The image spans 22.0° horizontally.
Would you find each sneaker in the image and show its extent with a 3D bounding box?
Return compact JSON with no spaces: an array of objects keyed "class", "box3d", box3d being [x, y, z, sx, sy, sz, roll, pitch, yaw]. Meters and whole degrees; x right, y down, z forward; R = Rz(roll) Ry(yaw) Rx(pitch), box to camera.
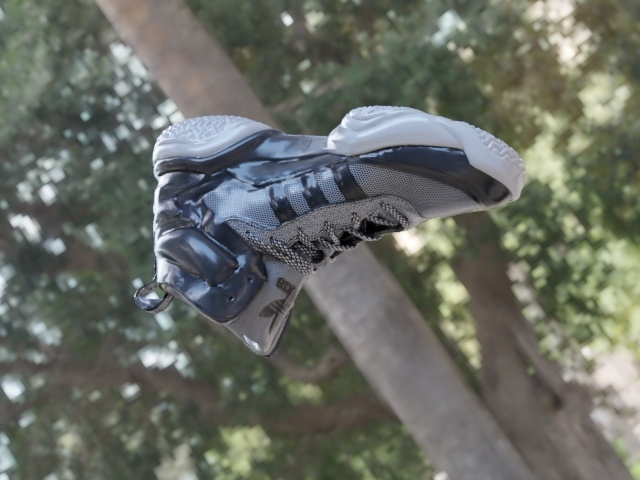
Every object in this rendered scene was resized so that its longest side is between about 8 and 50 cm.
[{"class":"sneaker","box3d":[0.000,0.000,1.078,0.269,0.153,0.101,1,-22,27]}]
